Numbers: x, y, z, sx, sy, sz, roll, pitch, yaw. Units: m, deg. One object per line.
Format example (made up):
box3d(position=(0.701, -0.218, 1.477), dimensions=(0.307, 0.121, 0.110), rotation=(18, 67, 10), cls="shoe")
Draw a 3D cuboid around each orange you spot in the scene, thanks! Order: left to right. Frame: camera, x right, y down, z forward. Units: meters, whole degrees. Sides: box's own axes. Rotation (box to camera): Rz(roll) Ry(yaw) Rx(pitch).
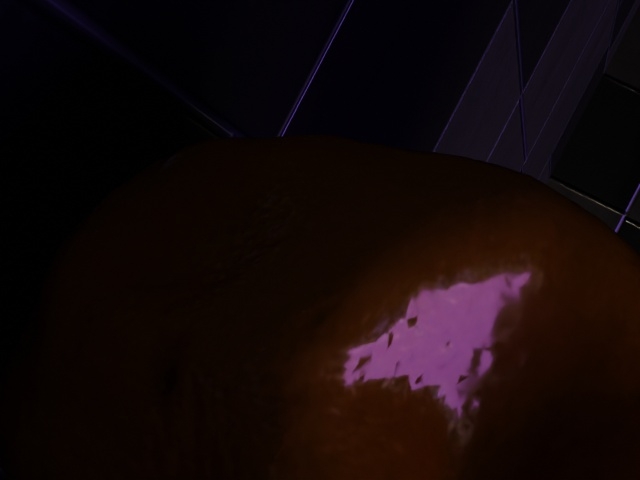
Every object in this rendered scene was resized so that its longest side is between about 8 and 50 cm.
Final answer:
box3d(position=(0.021, 0.060, 0.428), dimensions=(0.183, 0.249, 0.249), rotation=(-54, 167, -7), cls="orange")
